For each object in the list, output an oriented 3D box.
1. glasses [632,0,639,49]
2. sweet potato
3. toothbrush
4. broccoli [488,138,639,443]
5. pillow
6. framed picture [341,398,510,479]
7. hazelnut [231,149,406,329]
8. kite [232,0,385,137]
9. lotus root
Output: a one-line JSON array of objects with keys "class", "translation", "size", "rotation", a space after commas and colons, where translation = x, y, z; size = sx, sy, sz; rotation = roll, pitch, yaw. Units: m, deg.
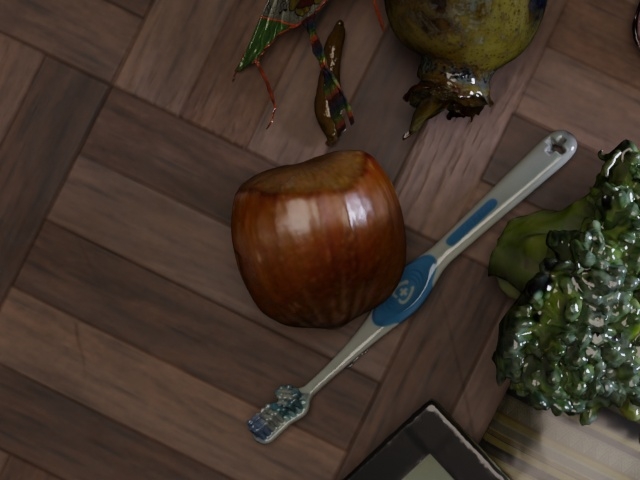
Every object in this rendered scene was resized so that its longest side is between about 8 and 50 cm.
[{"class": "glasses", "translation": [0.377, -0.234, 1.690], "size": [0.162, 0.095, 0.255], "rotation": [20, 88, -4]}, {"class": "sweet potato", "translation": [0.009, -0.141, 1.731], "size": [0.026, 0.026, 0.115], "rotation": [4, 85, 3]}, {"class": "toothbrush", "translation": [0.083, 0.040, 1.712], "size": [0.386, 0.040, 0.040], "rotation": [-42, 85, -5]}, {"class": "broccoli", "translation": [0.245, 0.042, 1.614], "size": [0.288, 0.245, 0.248], "rotation": [6, 86, -28]}, {"class": "pillow", "translation": [0.235, 0.204, 1.677], "size": [0.208, 0.052, 0.212], "rotation": [26, 92, 8]}, {"class": "framed picture", "translation": [0.118, 0.346, 1.667], "size": [0.265, 0.016, 0.347], "rotation": [-45, 84, 8]}, {"class": "hazelnut", "translation": [0.000, 0.000, 1.662], "size": [0.150, 0.150, 0.150], "rotation": [0, 85, 3]}, {"class": "kite", "translation": [-0.009, -0.178, 1.682], "size": [0.198, 0.006, 0.244], "rotation": [-37, 45, 29]}, {"class": "lotus root", "translation": [0.127, -0.218, 1.669], "size": [0.154, 0.154, 0.278], "rotation": [10, 90, 4]}]
